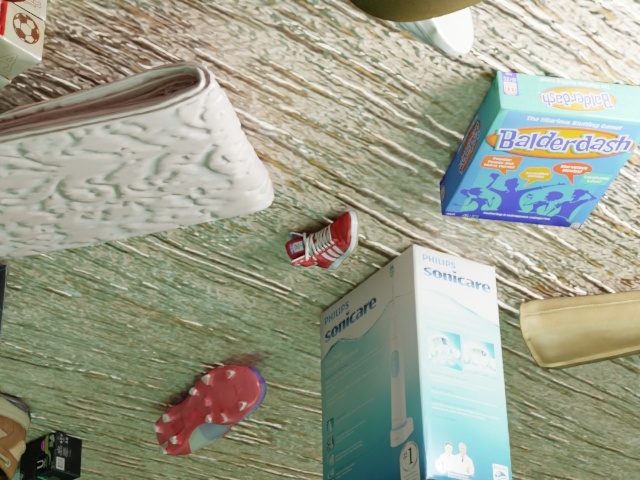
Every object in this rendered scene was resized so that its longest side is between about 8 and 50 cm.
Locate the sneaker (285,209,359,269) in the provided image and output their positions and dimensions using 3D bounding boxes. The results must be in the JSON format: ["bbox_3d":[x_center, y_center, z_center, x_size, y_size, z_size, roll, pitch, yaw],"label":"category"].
[{"bbox_3d":[0.000,0.000,1.738,0.067,0.042,0.118,4,152,-16],"label":"sneaker"}]

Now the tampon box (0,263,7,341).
[{"bbox_3d":[-0.439,0.110,1.837,0.101,0.120,0.161,7,149,-16],"label":"tampon box"}]

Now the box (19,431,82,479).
[{"bbox_3d":[-0.401,0.328,2.281,0.083,0.062,0.052,-24,144,35],"label":"box"}]

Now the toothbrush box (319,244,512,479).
[{"bbox_3d":[0.105,0.187,1.816,0.126,0.295,0.216,15,146,-28],"label":"toothbrush box"}]

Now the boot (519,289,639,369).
[{"bbox_3d":[0.411,0.122,1.932,0.269,0.089,0.236,-13,138,20],"label":"boot"}]

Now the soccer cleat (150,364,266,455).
[{"bbox_3d":[-0.140,0.230,2.120,0.095,0.083,0.248,-8,158,-43],"label":"soccer cleat"}]

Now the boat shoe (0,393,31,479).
[{"bbox_3d":[-0.535,0.248,2.078,0.324,0.120,0.122,22,143,-35],"label":"boat shoe"}]

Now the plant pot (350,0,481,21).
[{"bbox_3d":[0.081,-0.265,1.129,0.237,0.237,0.254,4,166,-8],"label":"plant pot"}]

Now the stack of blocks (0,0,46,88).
[{"bbox_3d":[-0.406,-0.172,1.376,0.297,0.087,0.171,-24,143,34],"label":"stack of blocks"}]

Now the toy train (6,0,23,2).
[{"bbox_3d":[-0.177,-0.289,1.181,0.248,0.105,0.143,-13,135,20],"label":"toy train"}]

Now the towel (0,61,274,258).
[{"bbox_3d":[-0.224,-0.070,1.516,0.317,0.053,0.332,-11,163,5],"label":"towel"}]

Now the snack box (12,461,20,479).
[{"bbox_3d":[-0.475,0.367,2.372,0.100,0.037,0.141,27,140,-37],"label":"snack box"}]

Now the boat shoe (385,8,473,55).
[{"bbox_3d":[0.066,-0.217,1.342,0.063,0.066,0.184,-7,155,39],"label":"boat shoe"}]

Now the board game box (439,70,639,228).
[{"bbox_3d":[0.227,-0.089,1.583,0.160,0.047,0.210,5,149,-10],"label":"board game box"}]
